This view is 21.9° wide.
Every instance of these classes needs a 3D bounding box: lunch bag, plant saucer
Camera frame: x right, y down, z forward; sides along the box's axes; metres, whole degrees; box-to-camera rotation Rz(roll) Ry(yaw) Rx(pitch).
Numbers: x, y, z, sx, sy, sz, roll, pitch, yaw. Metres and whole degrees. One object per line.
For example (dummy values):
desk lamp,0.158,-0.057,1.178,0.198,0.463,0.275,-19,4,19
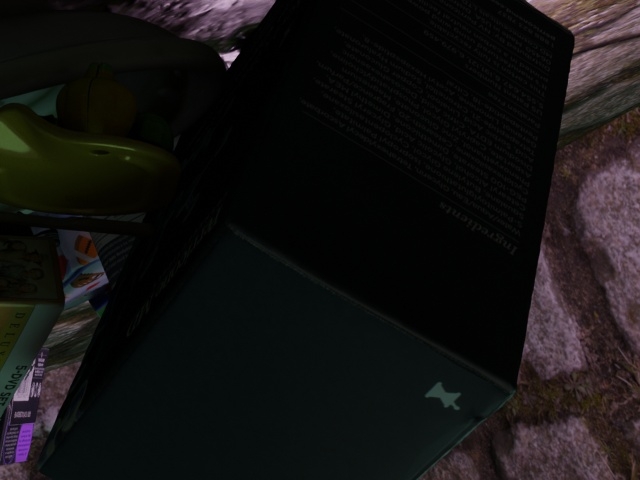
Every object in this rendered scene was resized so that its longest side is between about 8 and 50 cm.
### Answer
lunch bag,-0.261,0.001,1.892,0.303,0.115,0.243,-27,178,44
plant saucer,-0.268,-0.085,1.187,0.400,0.100,0.400,-22,173,-3

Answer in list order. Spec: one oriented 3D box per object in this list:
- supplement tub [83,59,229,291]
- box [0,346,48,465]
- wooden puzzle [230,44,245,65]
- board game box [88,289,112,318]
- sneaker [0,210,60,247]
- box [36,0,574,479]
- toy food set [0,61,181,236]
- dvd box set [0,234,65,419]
supplement tub,-0.114,-0.012,1.538,0.191,0.272,0.191,-21,174,-2
box,-0.475,0.170,1.940,0.270,0.143,0.165,9,174,3
wooden puzzle,-0.045,-0.184,1.523,0.078,0.014,0.116,-23,175,-30
board game box,-0.198,0.031,2.115,0.213,0.046,0.317,-37,-172,-8
sneaker,-0.299,0.054,1.326,0.153,0.101,0.268,-14,168,-34
box,0.000,0.000,1.192,0.293,0.212,0.395,-50,-164,40
toy food set,-0.155,-0.063,1.060,0.128,0.071,0.218,3,166,-10
dvd box set,-0.419,0.092,1.122,0.420,0.062,0.307,4,145,-29
